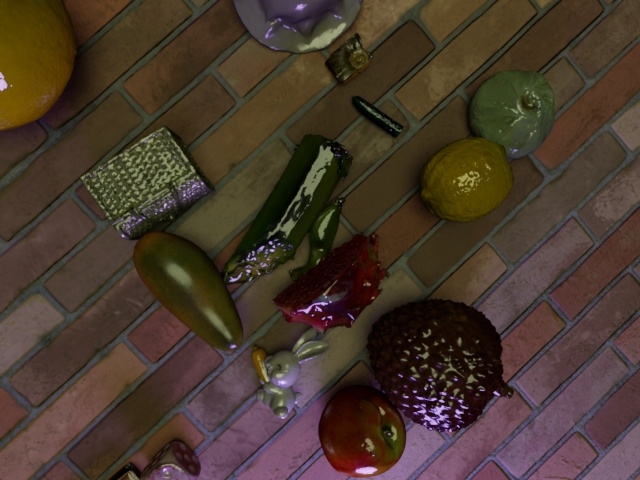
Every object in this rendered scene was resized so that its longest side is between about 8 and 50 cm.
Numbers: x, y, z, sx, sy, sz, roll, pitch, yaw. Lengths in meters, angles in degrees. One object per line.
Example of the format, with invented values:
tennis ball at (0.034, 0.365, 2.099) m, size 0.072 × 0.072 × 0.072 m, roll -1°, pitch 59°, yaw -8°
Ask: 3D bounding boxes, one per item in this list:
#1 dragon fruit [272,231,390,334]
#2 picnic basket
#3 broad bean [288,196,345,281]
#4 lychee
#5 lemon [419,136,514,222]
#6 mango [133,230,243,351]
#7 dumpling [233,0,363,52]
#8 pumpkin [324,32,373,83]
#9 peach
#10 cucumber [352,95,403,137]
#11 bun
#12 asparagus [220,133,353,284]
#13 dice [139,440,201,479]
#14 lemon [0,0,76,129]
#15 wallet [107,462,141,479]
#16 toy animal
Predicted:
dragon fruit at (0.052, 0.120, 0.974) m, size 0.274 × 0.126 × 0.161 m, roll -37°, pitch 116°, yaw 2°
picnic basket at (-0.337, -0.108, 0.942) m, size 0.196 × 0.134 × 0.154 m, roll -33°, pitch 92°, yaw -4°
broad bean at (0.000, 0.000, 1.023) m, size 0.070 × 0.048 × 0.213 m, roll 26°, pitch 92°, yaw -7°
lychee at (0.243, 0.244, 0.948) m, size 0.304 × 0.276 × 0.275 m, roll 20°, pitch 90°, yaw 11°
lemon at (0.307, -0.127, 0.986) m, size 0.193 × 0.181 × 0.180 m, roll -30°, pitch 96°, yaw -33°
mango at (-0.264, 0.102, 0.953) m, size 0.129 × 0.146 × 0.289 m, roll -42°, pitch 104°, yaw -44°
dumpling at (-0.043, -0.513, 0.947) m, size 0.293 × 0.163 × 0.204 m, roll 8°, pitch 87°, yaw -18°
pumpkin at (0.063, -0.396, 1.024) m, size 0.101 × 0.035 × 0.073 m, roll -38°, pitch 84°, yaw 0°
peach at (0.079, 0.398, 0.982) m, size 0.197 × 0.197 × 0.197 m, roll 0°, pitch 92°, yaw -6°
cucumber at (0.123, -0.278, 1.033) m, size 0.133 × 0.032 × 0.032 m, roll 34°, pitch 89°, yaw -7°
bun at (0.429, -0.279, 1.025) m, size 0.196 × 0.118 × 0.195 m, roll -1°, pitch 95°, yaw -8°
asparagus at (-0.075, -0.046, 0.984) m, size 0.128 × 0.108 × 0.382 m, roll 32°, pitch 91°, yaw 9°
dice at (-0.317, 0.494, 0.987) m, size 0.093 × 0.094 × 0.091 m, roll -43°, pitch 95°, yaw -4°
lemon at (-0.607, -0.366, 0.811) m, size 0.348 × 0.348 × 0.347 m, roll 0°, pitch 92°, yaw -6°
wallet at (-0.435, 0.604, 1.008) m, size 0.195 × 0.042 × 0.161 m, roll -41°, pitch 91°, yaw -1°
toy animal at (-0.074, 0.274, 1.019) m, size 0.127 × 0.131 × 0.181 m, roll 9°, pitch 100°, yaw -38°
